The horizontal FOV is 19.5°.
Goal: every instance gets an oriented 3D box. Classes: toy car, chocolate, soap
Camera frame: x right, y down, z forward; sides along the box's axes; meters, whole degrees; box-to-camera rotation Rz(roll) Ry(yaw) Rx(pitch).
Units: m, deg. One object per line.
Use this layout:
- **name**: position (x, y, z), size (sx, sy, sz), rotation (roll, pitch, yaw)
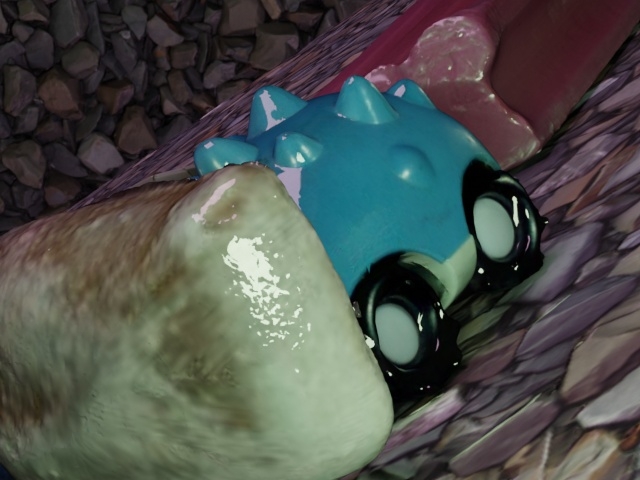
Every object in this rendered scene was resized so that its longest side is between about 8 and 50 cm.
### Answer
- **toy car**: position (0.000, 0.000, 1.136), size (0.188, 0.190, 0.255), rotation (-23, 17, 47)
- **chocolate**: position (-0.101, 0.071, 1.020), size (0.303, 0.185, 0.100), rotation (-15, 14, 45)
- **soap**: position (0.125, -0.148, 1.600), size (0.233, 0.128, 0.359), rotation (-29, 11, 35)

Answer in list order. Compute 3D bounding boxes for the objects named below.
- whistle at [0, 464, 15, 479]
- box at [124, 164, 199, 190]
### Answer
- **whistle**: position (-0.300, 0.212, 1.481), size (0.304, 0.062, 0.062), rotation (-41, 12, -34)
- **box**: position (-0.093, -0.037, 1.757), size (0.233, 0.067, 0.149), rotation (-16, -7, -37)
